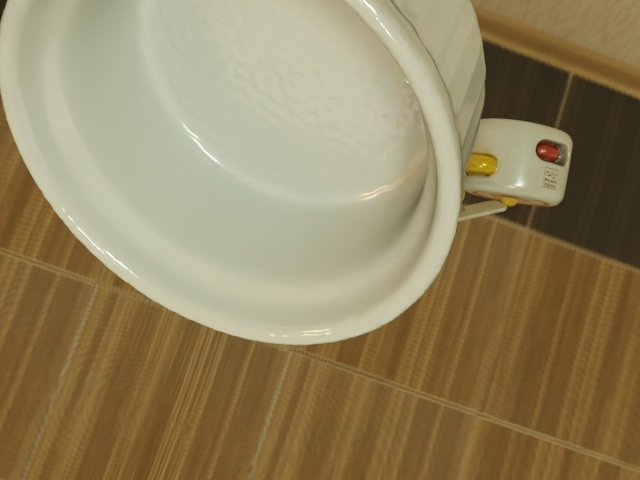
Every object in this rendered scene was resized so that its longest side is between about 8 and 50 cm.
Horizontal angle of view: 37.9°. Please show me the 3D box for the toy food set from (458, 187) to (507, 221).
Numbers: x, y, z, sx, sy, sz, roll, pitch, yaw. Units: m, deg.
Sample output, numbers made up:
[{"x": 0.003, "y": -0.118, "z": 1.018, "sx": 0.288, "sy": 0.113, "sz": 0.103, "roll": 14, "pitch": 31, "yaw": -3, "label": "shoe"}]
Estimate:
[{"x": 0.107, "y": -0.049, "z": 1.176, "sx": 0.128, "sy": 0.071, "sz": 0.218, "roll": -18, "pitch": 41, "yaw": -42, "label": "toy food set"}]

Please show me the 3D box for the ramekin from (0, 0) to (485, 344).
[{"x": -0.035, "y": -0.084, "z": 0.557, "sx": 0.277, "sy": 0.277, "sz": 0.135, "roll": 32, "pitch": 45, "yaw": -2, "label": "ramekin"}]

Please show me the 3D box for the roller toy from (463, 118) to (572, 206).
[{"x": 0.358, "y": -0.136, "z": 1.713, "sx": 0.191, "sy": 0.209, "sz": 0.146, "roll": 10, "pitch": 89, "yaw": 12, "label": "roller toy"}]
